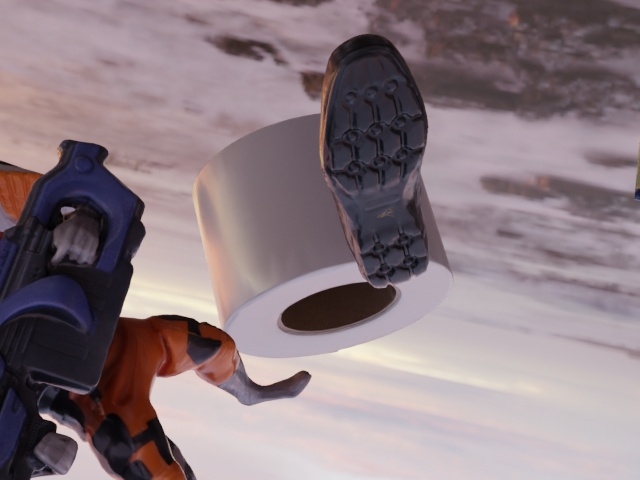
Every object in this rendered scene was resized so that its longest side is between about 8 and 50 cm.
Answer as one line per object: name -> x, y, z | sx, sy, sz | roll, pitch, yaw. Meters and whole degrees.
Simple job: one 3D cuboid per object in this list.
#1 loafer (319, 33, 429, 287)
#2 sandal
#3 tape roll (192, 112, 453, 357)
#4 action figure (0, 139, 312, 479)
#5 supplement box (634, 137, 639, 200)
loafer -> 0.035, -0.057, 0.751 | 0.076, 0.078, 0.223 | -17, 139, -4
sandal -> -0.416, -0.058, 1.328 | 0.265, 0.102, 0.076 | 13, -164, -32
tape roll -> 0.000, 0.000, 1.122 | 0.246, 0.169, 0.246 | -12, 157, -6
action figure -> -0.180, 0.127, 0.713 | 0.330, 0.341, 0.178 | 35, 141, -19
supplement box -> 0.269, -0.070, 0.757 | 0.056, 0.083, 0.083 | 13, -164, 41
